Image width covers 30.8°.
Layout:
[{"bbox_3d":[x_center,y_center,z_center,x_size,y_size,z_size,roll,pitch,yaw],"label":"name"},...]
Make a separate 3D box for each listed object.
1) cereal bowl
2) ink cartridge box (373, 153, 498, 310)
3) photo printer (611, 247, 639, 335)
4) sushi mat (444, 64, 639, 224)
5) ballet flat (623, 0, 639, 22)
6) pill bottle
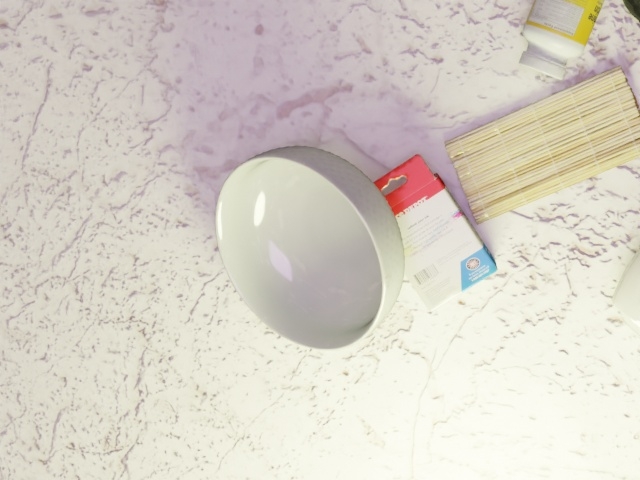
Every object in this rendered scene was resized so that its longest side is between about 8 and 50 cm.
[{"bbox_3d":[0.000,0.000,1.871,0.339,0.141,0.339,19,122,32],"label":"cereal bowl"},{"bbox_3d":[0.174,-0.017,1.914,0.134,0.078,0.231,-33,94,11],"label":"ink cartridge box"},{"bbox_3d":[0.643,0.098,1.863,0.307,0.107,0.256,39,100,0],"label":"photo printer"},{"bbox_3d":[0.374,-0.154,1.902,0.316,0.019,0.151,-23,94,9],"label":"sushi mat"},{"bbox_3d":[0.526,-0.371,1.847,0.057,0.049,0.173,-33,90,45],"label":"ballet flat"},{"bbox_3d":[0.381,-0.352,1.829,0.103,0.103,0.184,21,101,3],"label":"pill bottle"}]
